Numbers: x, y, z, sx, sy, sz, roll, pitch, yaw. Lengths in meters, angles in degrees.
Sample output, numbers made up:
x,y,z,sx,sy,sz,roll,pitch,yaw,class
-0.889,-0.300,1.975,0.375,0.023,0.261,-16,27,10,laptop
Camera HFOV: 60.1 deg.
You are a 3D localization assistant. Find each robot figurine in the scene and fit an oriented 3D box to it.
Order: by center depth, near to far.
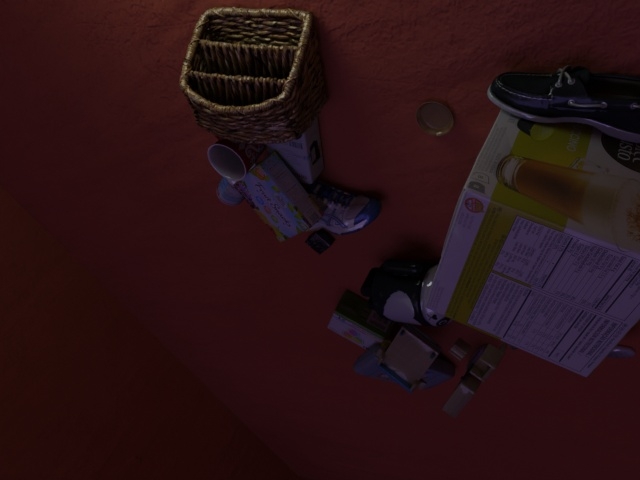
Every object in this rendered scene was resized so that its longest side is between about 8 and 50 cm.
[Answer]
x,y,z,sx,sy,sz,roll,pitch,yaw,class
0.250,0.144,1.505,0.278,0.174,0.209,3,176,36,robot figurine

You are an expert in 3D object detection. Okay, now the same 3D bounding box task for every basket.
x,y,z,sx,sy,sz,roll,pitch,yaw,class
-0.164,-0.359,1.211,0.299,0.214,0.223,15,141,25,basket

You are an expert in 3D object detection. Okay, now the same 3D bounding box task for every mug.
x,y,z,sx,sy,sz,roll,pitch,yaw,class
-0.193,-0.258,1.391,0.113,0.169,0.150,19,142,21,mug

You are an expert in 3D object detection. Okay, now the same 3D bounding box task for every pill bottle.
x,y,z,sx,sy,sz,roll,pitch,yaw,class
-0.241,-0.173,1.602,0.087,0.087,0.160,37,144,-5,pill bottle

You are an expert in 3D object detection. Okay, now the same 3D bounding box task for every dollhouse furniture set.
x,y,z,sx,sy,sz,roll,pitch,yaw,class
0.354,0.308,1.632,0.303,0.198,0.287,35,132,16,dollhouse furniture set

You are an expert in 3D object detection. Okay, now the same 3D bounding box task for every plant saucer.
x,y,z,sx,sy,sz,roll,pitch,yaw,class
0.244,-0.261,1.174,0.083,0.015,0.083,22,143,18,plant saucer

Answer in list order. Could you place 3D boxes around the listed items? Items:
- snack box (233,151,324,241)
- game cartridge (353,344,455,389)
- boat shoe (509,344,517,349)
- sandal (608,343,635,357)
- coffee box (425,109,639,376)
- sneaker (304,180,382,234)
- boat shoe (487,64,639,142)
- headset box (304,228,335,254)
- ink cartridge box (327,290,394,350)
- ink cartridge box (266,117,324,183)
x,y,z,sx,sy,sz,roll,pitch,yaw,class
-0.113,-0.109,1.454,0.207,0.070,0.174,51,148,-12,snack box
0.280,0.422,1.828,0.297,0.062,0.198,16,151,-13,game cartridge
0.533,0.223,1.495,0.206,0.075,0.065,71,174,-47,boat shoe
0.663,0.249,1.387,0.101,0.076,0.265,22,162,-24,sandal
0.432,-0.021,1.029,0.334,0.338,0.338,22,142,15,coffee box
0.020,-0.094,1.467,0.296,0.112,0.131,-3,131,39,sneaker
0.446,-0.255,0.949,0.302,0.114,0.091,12,142,9,boat shoe
0.000,0.000,1.661,0.062,0.032,0.083,40,146,-9,headset box
0.123,0.305,1.867,0.188,0.097,0.255,28,144,7,ink cartridge box
-0.069,-0.242,1.394,0.127,0.072,0.175,18,142,23,ink cartridge box
